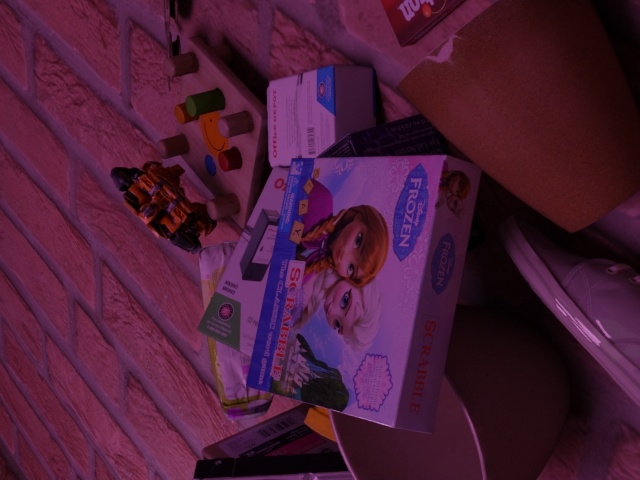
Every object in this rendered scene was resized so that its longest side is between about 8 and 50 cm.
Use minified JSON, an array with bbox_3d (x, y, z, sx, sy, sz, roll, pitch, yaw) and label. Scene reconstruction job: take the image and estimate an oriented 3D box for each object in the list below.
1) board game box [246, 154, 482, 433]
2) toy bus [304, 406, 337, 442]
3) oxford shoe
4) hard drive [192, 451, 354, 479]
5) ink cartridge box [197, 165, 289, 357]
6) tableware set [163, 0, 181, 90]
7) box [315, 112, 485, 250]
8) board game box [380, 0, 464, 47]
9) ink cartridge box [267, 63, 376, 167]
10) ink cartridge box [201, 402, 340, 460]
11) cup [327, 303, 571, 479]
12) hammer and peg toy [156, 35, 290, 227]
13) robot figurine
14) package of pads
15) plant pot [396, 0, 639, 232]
[{"bbox_3d":[0.044,0.054,1.437,0.318,0.066,0.319,3,81,54],"label":"board game box"},{"bbox_3d":[0.111,0.230,1.769,0.149,0.220,0.211,16,87,47],"label":"toy bus"},{"bbox_3d":[0.367,0.100,1.330,0.130,0.169,0.449,-47,46,7],"label":"oxford shoe"},{"bbox_3d":[-0.026,0.461,1.886,0.064,0.339,0.237,-88,-6,-65],"label":"hard drive"},{"bbox_3d":[-0.029,0.052,1.750,0.211,0.121,0.289,19,82,42],"label":"ink cartridge box"},{"bbox_3d":[-0.261,-0.382,2.091,0.128,0.039,0.194,116,150,-72],"label":"tableware set"},{"bbox_3d":[0.111,-0.057,1.610,0.108,0.153,0.207,-32,80,58],"label":"box"},{"bbox_3d":[0.154,-0.374,1.489,0.281,0.027,0.145,-34,79,58],"label":"board game box"},{"bbox_3d":[0.000,-0.185,1.757,0.190,0.082,0.140,-1,91,59],"label":"ink cartridge box"},{"bbox_3d":[-0.063,0.402,2.053,0.193,0.234,0.088,27,130,48],"label":"ink cartridge box"},{"bbox_3d":[0.193,0.219,1.546,0.331,0.237,0.331,32,132,46],"label":"cup"},{"bbox_3d":[-0.149,-0.150,1.992,0.361,0.127,0.266,49,143,32],"label":"hammer and peg toy"},{"bbox_3d":[-0.273,-0.071,2.095,0.211,0.085,0.291,44,-174,0],"label":"robot figurine"},{"bbox_3d":[-0.154,0.164,2.075,0.229,0.101,0.297,105,155,-75],"label":"package of pads"},{"bbox_3d":[0.254,-0.145,1.299,0.254,0.237,0.237,53,148,-1],"label":"plant pot"}]
